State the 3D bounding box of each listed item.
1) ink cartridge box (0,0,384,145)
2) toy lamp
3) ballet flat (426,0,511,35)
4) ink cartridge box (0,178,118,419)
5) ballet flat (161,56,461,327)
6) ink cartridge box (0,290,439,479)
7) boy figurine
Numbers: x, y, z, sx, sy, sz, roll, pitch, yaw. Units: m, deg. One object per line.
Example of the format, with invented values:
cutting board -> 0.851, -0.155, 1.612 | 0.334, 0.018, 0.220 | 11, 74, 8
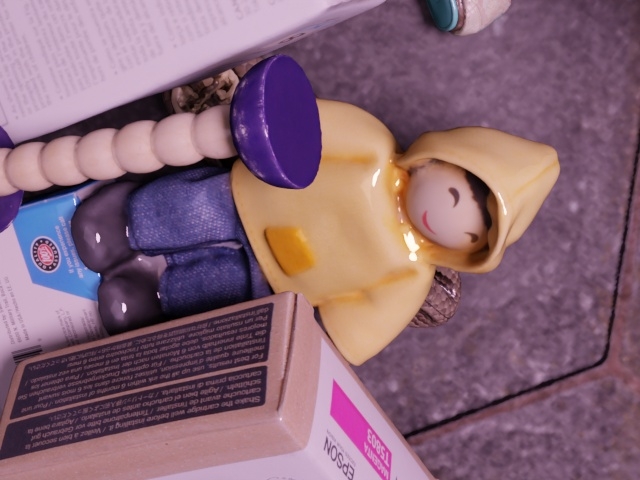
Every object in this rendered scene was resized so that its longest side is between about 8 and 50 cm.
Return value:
ink cartridge box -> -0.178, -0.224, 0.660 | 0.385, 0.091, 0.308 | -16, 98, 34
toy lamp -> -0.136, -0.047, 0.610 | 0.275, 0.080, 0.080 | -6, 102, 23
ballet flat -> 0.071, -0.209, 0.662 | 0.052, 0.057, 0.168 | -25, 103, -16
ink cartridge box -> -0.222, 0.055, 0.733 | 0.203, 0.086, 0.148 | -14, 101, 11
ballet flat -> -0.005, -0.034, 0.699 | 0.250, 0.058, 0.084 | 45, 103, -3
ink cartridge box -> -0.052, 0.150, 0.662 | 0.193, 0.088, 0.234 | -15, 134, 22
boy figurine -> 0.000, 0.000, 0.632 | 0.285, 0.092, 0.177 | -7, 104, 27
